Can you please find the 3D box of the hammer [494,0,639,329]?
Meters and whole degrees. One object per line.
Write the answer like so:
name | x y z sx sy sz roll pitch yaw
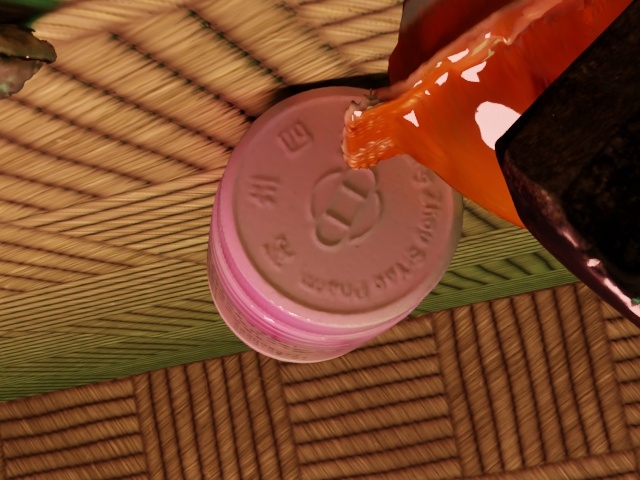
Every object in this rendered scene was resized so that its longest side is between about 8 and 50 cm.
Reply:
hammer | 0.260 -0.014 0.492 0.409 0.095 0.242 33 99 -40

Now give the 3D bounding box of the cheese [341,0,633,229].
cheese | 0.163 -0.098 0.530 0.329 0.129 0.217 -22 168 -2

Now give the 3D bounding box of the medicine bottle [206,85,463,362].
medicine bottle | 0.000 0.000 0.866 0.152 0.152 0.254 -9 171 -8

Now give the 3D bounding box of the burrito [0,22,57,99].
burrito | -0.177 -0.080 0.509 0.051 0.042 0.171 -20 165 33
